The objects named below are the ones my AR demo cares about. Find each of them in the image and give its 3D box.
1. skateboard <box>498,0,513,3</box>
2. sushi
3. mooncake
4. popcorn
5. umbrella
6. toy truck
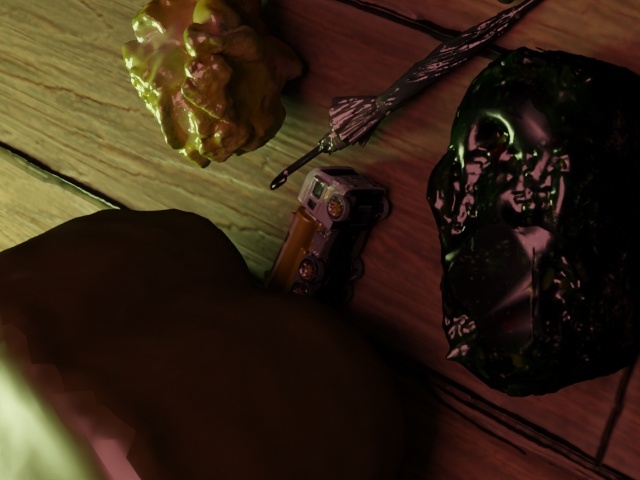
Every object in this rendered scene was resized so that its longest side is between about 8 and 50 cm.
[{"bbox_3d":[0.142,-0.221,0.975,0.151,0.067,0.080,-28,61,39],"label":"skateboard"},{"bbox_3d":[0.148,-0.012,0.944,0.124,0.127,0.225,5,95,40],"label":"sushi"},{"bbox_3d":[-0.144,0.217,1.103,0.467,0.262,0.467,17,116,39],"label":"mooncake"},{"bbox_3d":[-0.084,-0.132,1.129,0.126,0.126,0.145,-30,51,30],"label":"popcorn"},{"bbox_3d":[0.060,-0.115,1.072,0.269,0.044,0.044,-34,102,27],"label":"umbrella"},{"bbox_3d":[0.000,0.000,1.116,0.063,0.052,0.123,42,120,36],"label":"toy truck"}]
